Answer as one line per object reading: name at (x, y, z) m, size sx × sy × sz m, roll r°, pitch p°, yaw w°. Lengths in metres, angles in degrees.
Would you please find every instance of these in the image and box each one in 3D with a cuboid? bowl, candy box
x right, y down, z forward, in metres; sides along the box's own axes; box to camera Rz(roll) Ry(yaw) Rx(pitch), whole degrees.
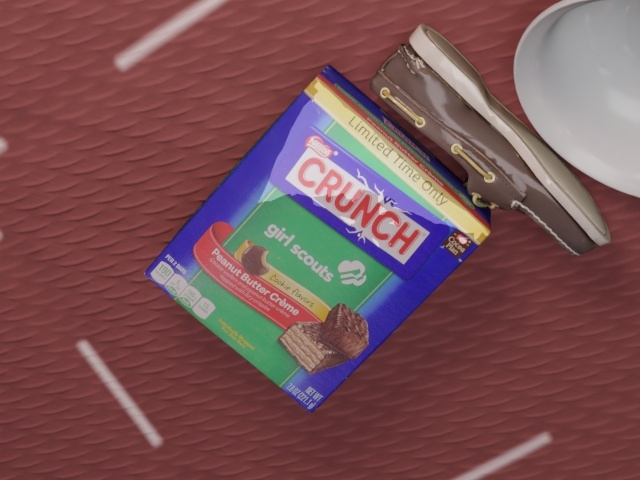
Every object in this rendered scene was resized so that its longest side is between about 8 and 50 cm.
bowl at (0.366, -0.182, 1.122) m, size 0.298 × 0.298 × 0.134 m, roll 36°, pitch 64°, yaw -6°
candy box at (0.000, 0.000, 1.258) m, size 0.268 × 0.122 × 0.317 m, roll 41°, pitch 106°, yaw -7°

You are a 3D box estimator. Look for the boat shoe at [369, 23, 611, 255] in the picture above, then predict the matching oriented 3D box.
boat shoe at (0.194, -0.098, 1.213) m, size 0.324 × 0.116 × 0.097 m, roll 45°, pitch 111°, yaw -5°
